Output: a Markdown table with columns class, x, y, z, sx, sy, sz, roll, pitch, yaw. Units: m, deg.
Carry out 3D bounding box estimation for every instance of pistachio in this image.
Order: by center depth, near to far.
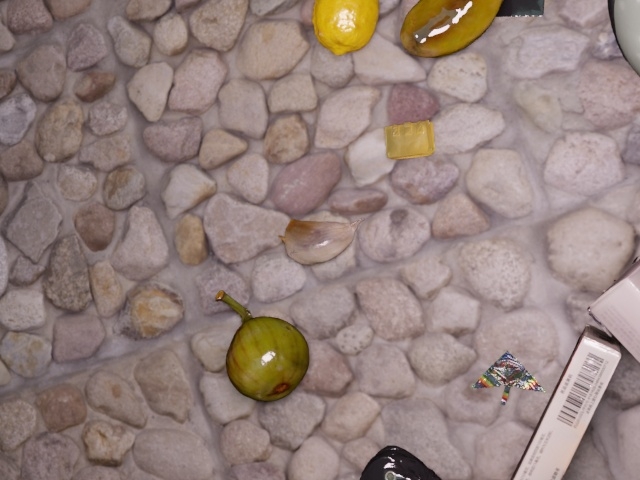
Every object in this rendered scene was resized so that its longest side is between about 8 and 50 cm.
| class | x | y | z | sx | sy | sz | roll | pitch | yaw |
| --- | --- | --- | --- | --- | --- | --- | --- | --- | --- |
| pistachio | 0.220 | -0.369 | 1.382 | 0.189 | 0.100 | 0.110 | -39 | 111 | 14 |

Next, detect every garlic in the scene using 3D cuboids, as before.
| class | x | y | z | sx | sy | sz | roll | pitch | yaw |
| --- | --- | --- | --- | --- | --- | --- | --- | --- | --- |
| garlic | -0.003 | 0.001 | 1.467 | 0.152 | 0.066 | 0.084 | 0 | 87 | 22 |

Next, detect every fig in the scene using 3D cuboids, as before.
| class | x | y | z | sx | sy | sz | roll | pitch | yaw |
| --- | --- | --- | --- | --- | --- | --- | --- | --- | --- |
| fig | -0.107 | 0.195 | 1.476 | 0.186 | 0.148 | 0.142 | 48 | 124 | 54 |

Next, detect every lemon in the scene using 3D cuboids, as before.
| class | x | y | z | sx | sy | sz | roll | pitch | yaw |
| --- | --- | --- | --- | --- | --- | --- | --- | --- | --- |
| lemon | 0.044 | -0.392 | 1.438 | 0.114 | 0.114 | 0.155 | 8 | 87 | 20 |

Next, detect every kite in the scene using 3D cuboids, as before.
| class | x | y | z | sx | sy | sz | roll | pitch | yaw |
| --- | --- | --- | --- | --- | --- | --- | --- | --- | --- |
| kite | 0.309 | 0.227 | 1.383 | 0.122 | 0.004 | 0.090 | 5 | 90 | 20 |

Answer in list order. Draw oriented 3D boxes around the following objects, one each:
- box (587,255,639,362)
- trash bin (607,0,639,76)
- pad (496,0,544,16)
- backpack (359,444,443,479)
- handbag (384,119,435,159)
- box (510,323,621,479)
| class | x | y | z | sx | sy | sz | roll | pitch | yaw |
| --- | --- | --- | --- | --- | --- | --- | --- | --- | --- |
| box | 0.540 | 0.119 | 1.193 | 0.251 | 0.203 | 0.106 | 50 | 144 | 12 |
| trash bin | 0.619 | -0.351 | 1.149 | 0.432 | 0.280 | 0.280 | 6 | 91 | 17 |
| pad | 0.299 | -0.495 | 1.405 | 0.170 | 0.006 | 0.245 | 4 | 90 | 20 |
| backpack | 0.141 | 0.422 | 1.384 | 0.165 | 0.106 | 0.120 | 33 | 104 | 14 |
| handbag | 0.152 | -0.172 | 1.438 | 0.083 | 0.027 | 0.061 | -4 | 88 | 20 |
| box | 0.346 | 0.302 | 1.257 | 0.069 | 0.214 | 0.353 | 27 | 97 | 17 |
